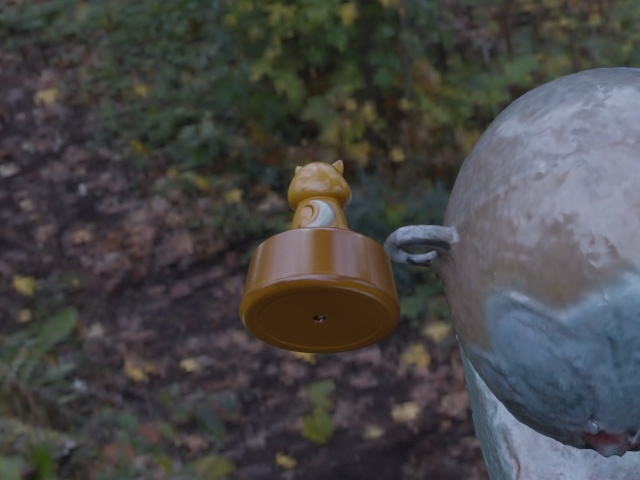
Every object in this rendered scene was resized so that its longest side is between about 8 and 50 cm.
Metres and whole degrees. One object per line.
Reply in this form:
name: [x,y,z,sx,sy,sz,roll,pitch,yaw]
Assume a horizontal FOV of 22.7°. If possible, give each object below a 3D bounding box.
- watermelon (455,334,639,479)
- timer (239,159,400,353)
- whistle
watermelon: [0.230,0.206,1.035,0.387,0.228,0.258,29,41,8]
timer: [0.000,0.000,1.333,0.132,0.132,0.152,-7,59,13]
whistle: [0.202,0.017,0.760,0.348,0.189,0.189,0,22,-9]
